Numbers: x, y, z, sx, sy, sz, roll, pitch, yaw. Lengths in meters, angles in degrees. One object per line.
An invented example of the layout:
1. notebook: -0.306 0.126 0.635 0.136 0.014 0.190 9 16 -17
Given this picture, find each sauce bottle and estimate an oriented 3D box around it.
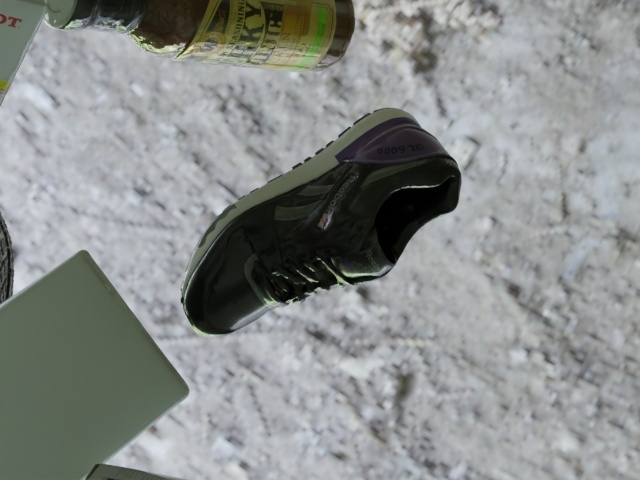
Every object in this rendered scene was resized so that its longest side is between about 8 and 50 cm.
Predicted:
1. sauce bottle: -0.120 -0.231 1.509 0.111 0.344 0.111 3 94 48

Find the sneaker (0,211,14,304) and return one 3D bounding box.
1. sneaker: -0.411 0.082 1.672 0.121 0.111 0.300 2 99 2

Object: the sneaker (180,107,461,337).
1. sneaker: 0.000 0.000 1.356 0.107 0.283 0.124 50 180 -42

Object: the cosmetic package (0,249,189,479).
1. cosmetic package: -0.353 0.212 1.265 0.161 0.453 0.230 54 156 -4

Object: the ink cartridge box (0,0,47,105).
1. ink cartridge box: -0.272 -0.141 0.975 0.128 0.127 0.176 12 131 -31

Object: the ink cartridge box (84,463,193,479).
1. ink cartridge box: -0.086 0.302 1.196 0.224 0.045 0.223 9 106 6
